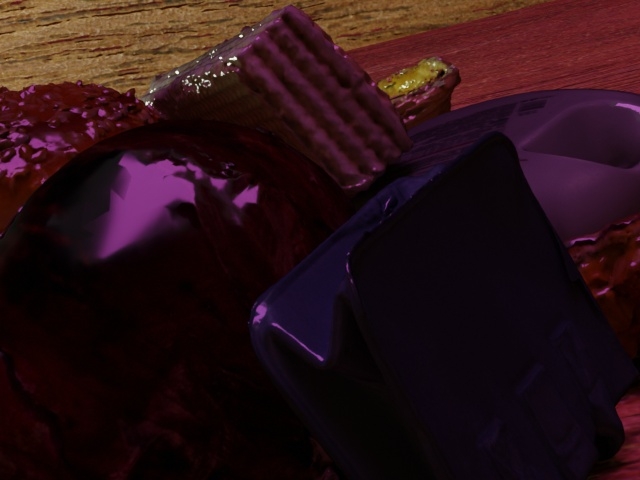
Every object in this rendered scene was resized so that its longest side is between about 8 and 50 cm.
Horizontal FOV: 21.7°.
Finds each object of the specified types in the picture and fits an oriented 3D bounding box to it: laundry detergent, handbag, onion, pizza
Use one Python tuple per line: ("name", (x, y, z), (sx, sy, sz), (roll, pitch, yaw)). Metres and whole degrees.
("laundry detergent", (0.119, -0.004, 1.129), (0.264, 0.125, 0.398), (-12, 12, 17))
("handbag", (0.071, 0.058, 0.788), (0.062, 0.179, 0.229), (-26, 8, 31))
("onion", (-0.091, 0.065, 0.850), (0.281, 0.281, 0.221), (-15, -32, -3))
("pizza", (0.255, 0.013, 0.982), (0.305, 0.086, 0.161), (-16, -11, -18))

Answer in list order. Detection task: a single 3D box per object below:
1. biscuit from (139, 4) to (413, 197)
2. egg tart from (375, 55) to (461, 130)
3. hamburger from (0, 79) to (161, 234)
("biscuit", (-0.058, -0.090, 1.314), (0.078, 0.144, 0.426), (-45, 10, -14))
("egg tart", (0.068, -0.128, 1.878), (0.232, 0.098, 0.252), (-28, 13, -28))
("hamburger", (-0.239, -0.004, 1.315), (0.291, 0.225, 0.291), (-13, 14, 3))
